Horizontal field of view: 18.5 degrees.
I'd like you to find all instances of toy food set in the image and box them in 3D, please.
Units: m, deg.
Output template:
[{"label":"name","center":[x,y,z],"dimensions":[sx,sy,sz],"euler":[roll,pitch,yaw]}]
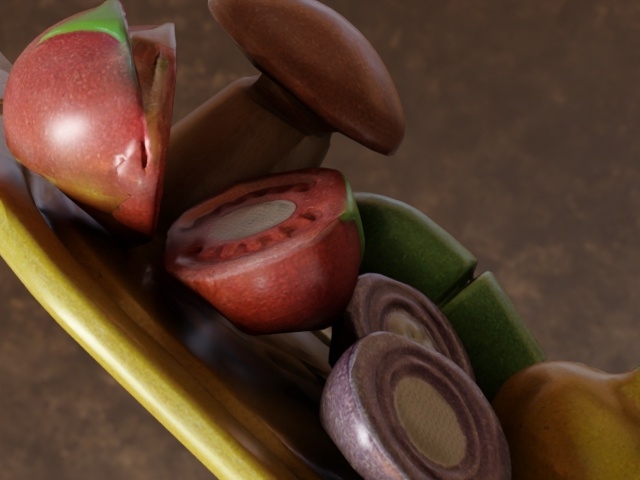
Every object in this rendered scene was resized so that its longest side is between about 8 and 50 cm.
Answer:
[{"label":"toy food set","center":[0.000,0.000,0.401],"dimensions":[0.071,0.218,0.128],"euler":[-49,-9,10]}]
